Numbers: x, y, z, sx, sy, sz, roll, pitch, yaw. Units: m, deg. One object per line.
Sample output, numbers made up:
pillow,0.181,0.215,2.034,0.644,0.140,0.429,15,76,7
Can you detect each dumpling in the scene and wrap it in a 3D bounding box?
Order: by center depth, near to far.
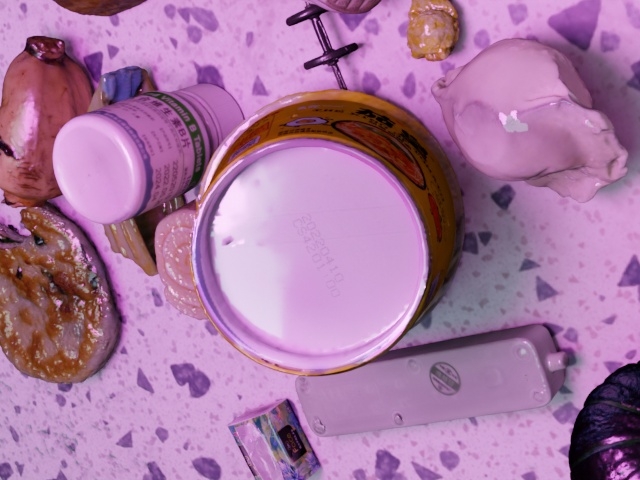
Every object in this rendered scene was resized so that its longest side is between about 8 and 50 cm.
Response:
dumpling,0.222,-0.118,1.256,0.258,0.147,0.193,21,157,51

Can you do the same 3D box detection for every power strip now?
power strip,0.136,0.175,1.470,0.385,0.062,0.091,-15,99,37

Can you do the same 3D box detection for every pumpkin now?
pumpkin,0.387,0.252,1.253,0.248,0.248,0.248,13,115,29

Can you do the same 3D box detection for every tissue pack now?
tissue pack,-0.070,0.289,1.639,0.085,0.079,0.111,-24,94,36

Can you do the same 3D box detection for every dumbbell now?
dumbbell,0.001,-0.242,1.392,0.069,0.069,0.147,-17,98,37

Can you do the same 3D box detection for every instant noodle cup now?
instant noodle cup,0.000,0.000,1.299,0.325,0.254,0.326,1,100,5

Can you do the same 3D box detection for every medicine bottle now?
medicine bottle,-0.204,-0.115,1.471,0.139,0.237,0.139,13,114,30

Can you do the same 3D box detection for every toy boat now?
toy boat,-0.252,-0.093,1.592,0.084,0.111,0.276,-1,109,39

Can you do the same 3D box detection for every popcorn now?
popcorn,0.125,-0.238,1.321,0.059,0.068,0.083,-6,77,3

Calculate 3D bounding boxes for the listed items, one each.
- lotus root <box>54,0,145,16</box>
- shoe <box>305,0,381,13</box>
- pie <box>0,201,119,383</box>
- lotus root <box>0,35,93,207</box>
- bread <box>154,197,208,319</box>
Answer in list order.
lotus root,-0.306,-0.398,1.508,0.119,0.138,0.235,-6,110,45
shoe,-0.064,-0.391,1.331,0.351,0.172,0.198,46,162,-11
pie,-0.425,0.083,1.803,0.302,0.067,0.302,11,112,29
lotus root,-0.387,-0.149,1.633,0.140,0.154,0.257,24,116,31
bread,-0.126,0.010,1.532,0.134,0.141,0.148,10,115,25
